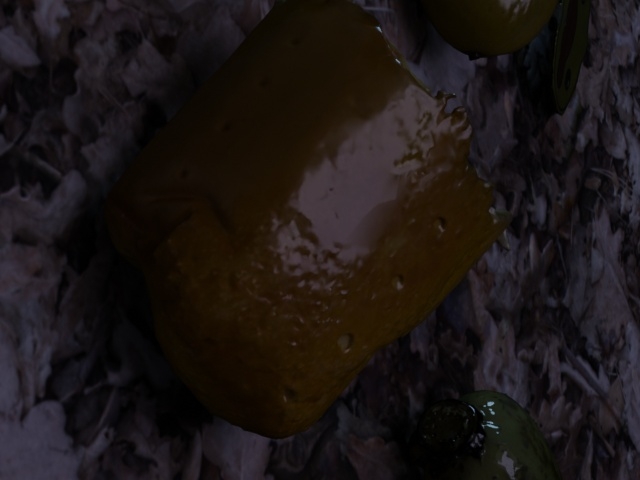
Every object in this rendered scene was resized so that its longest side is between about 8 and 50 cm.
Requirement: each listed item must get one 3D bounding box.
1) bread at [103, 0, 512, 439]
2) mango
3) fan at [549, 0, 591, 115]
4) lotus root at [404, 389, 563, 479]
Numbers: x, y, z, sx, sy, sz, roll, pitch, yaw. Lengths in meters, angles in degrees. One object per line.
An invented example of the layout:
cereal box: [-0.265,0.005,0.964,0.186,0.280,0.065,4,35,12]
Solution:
bread: [0.000,0.000,1.616,0.394,0.250,0.361,-50,128,-20]
mango: [0.204,-0.383,2.037,0.195,0.142,0.332,3,76,-18]
fan: [0.334,-0.290,2.239,0.335,0.011,0.230,14,86,-70]
lotus root: [0.220,0.301,2.004,0.309,0.173,0.173,55,46,-44]
